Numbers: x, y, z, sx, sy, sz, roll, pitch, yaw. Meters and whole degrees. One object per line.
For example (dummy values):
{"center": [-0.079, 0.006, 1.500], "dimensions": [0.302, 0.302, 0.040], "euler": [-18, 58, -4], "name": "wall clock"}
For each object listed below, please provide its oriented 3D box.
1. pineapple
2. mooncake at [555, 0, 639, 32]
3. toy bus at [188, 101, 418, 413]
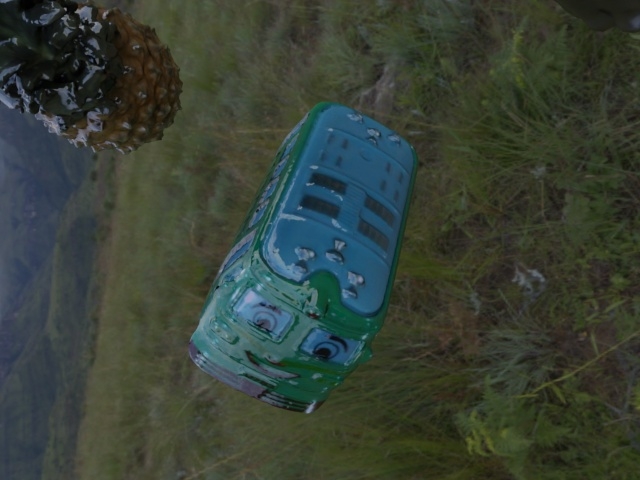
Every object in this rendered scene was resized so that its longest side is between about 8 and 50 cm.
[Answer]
{"center": [-0.230, -0.162, 0.495], "dimensions": [0.340, 0.169, 0.169], "euler": [-123, 31, -82], "name": "pineapple"}
{"center": [0.272, -0.289, 0.440], "dimensions": [0.228, 0.124, 0.228], "euler": [-33, 48, 47], "name": "mooncake"}
{"center": [0.000, 0.000, 0.641], "dimensions": [0.199, 0.183, 0.344], "euler": [-52, 15, 48], "name": "toy bus"}
